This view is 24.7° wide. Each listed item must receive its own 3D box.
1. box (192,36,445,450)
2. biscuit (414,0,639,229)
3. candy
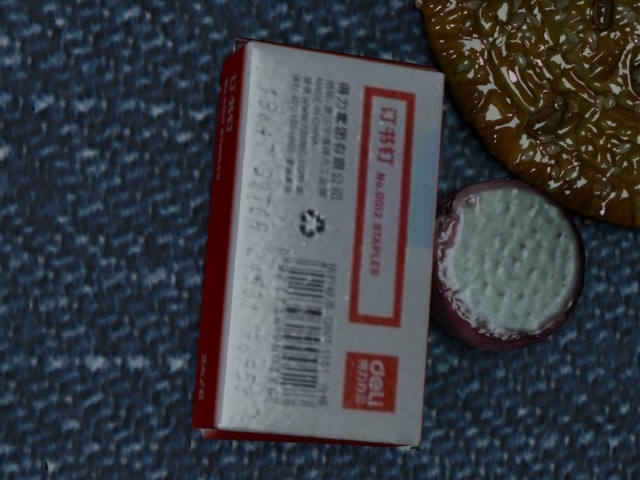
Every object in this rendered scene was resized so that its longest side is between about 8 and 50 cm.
[{"bbox_3d":[0.000,0.000,0.823,0.123,0.050,0.229,6,81,-19],"label":"box"},{"bbox_3d":[0.205,-0.152,0.913,0.305,0.038,0.305,2,83,-18],"label":"biscuit"},{"bbox_3d":[0.106,0.014,0.858,0.103,0.043,0.103,2,83,-18],"label":"candy"}]
